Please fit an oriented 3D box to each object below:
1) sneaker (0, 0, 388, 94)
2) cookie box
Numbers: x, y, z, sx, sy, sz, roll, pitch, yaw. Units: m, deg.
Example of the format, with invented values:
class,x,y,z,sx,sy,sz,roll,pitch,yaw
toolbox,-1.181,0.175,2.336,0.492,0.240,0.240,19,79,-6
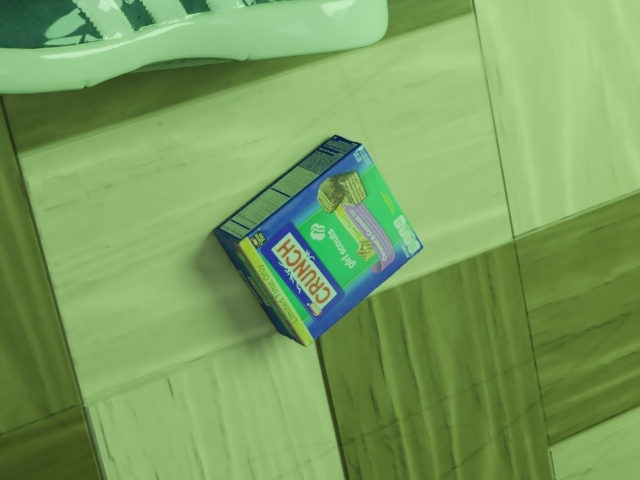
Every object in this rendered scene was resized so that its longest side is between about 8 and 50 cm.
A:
class,x,y,z,sx,sy,sz,roll,pitch,yaw
sneaker,-0.127,-0.163,0.916,0.350,0.131,0.148,-13,100,-32
cookie box,0.000,0.000,1.059,0.107,0.040,0.092,-40,117,-15
